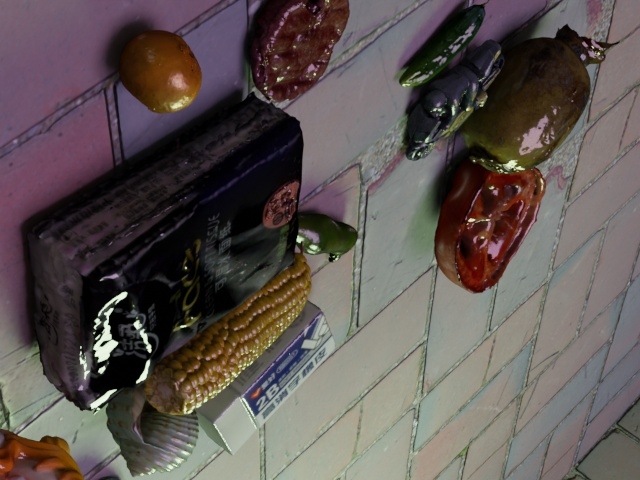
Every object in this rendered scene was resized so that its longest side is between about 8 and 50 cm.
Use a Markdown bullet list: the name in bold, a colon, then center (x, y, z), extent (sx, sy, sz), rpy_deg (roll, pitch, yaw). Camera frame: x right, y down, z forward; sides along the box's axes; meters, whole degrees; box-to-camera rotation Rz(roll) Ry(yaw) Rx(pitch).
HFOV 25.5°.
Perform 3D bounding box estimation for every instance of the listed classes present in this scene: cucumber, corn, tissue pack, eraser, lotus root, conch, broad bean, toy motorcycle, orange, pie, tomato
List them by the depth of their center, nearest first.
- **orange**: center (-0.150, -0.160, 1.334), extent (0.070, 0.083, 0.083), rpy_deg (-41, 157, 10)
- **tissue pack**: center (-0.153, 0.017, 1.505), extent (0.332, 0.123, 0.245), rpy_deg (-36, 147, -34)
- **pie**: center (-0.026, -0.219, 1.535), extent (0.153, 0.038, 0.153), rpy_deg (-40, 154, -24)
- **conch**: center (-0.203, 0.199, 1.664), extent (0.135, 0.102, 0.153), rpy_deg (46, 37, -56)
- **corn**: center (-0.103, 0.103, 1.682), extent (0.310, 0.101, 0.101), rpy_deg (-48, 157, -45)
- **cucumber**: center (0.162, -0.251, 1.820), extent (0.168, 0.039, 0.039), rpy_deg (-46, 154, -12)
- **broad bean**: center (0.007, -0.005, 1.844), extent (0.061, 0.046, 0.195), rpy_deg (-41, 159, 8)
- **toy motorcycle**: center (0.174, -0.187, 1.890), extent (0.193, 0.061, 0.124), rpy_deg (-48, 162, 5)
- **eraser**: center (-0.077, 0.178, 1.902), extent (0.210, 0.068, 0.124), rpy_deg (-46, 154, -16)
- **lotus root**: center (0.306, -0.212, 2.001), extent (0.278, 0.154, 0.154), rpy_deg (-49, 154, -10)
- **tomato**: center (0.239, -0.043, 2.146), extent (0.228, 0.101, 0.228), rpy_deg (-37, 141, -36)

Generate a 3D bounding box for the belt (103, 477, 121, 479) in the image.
- **belt**: center (-0.276, 0.388, 1.799), extent (0.148, 0.082, 0.163), rpy_deg (-34, 147, -29)

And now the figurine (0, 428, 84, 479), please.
- **figurine**: center (-0.356, 0.300, 1.417), extent (0.323, 0.196, 0.320), rpy_deg (3, 80, -49)
